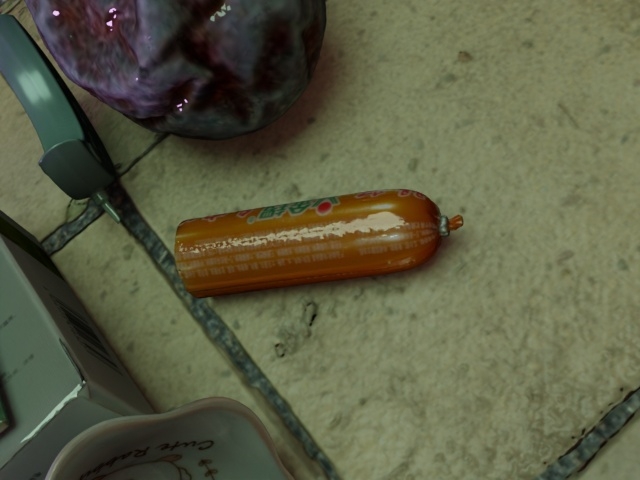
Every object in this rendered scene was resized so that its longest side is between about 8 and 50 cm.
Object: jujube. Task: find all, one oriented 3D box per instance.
[{"bbox_3d":[-0.129,-0.227,0.708,0.308,0.215,0.246,54,127,17],"label":"jujube"}]

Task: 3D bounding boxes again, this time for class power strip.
[{"bbox_3d":[-0.243,-0.104,0.741,0.044,0.137,0.216,-32,66,-4],"label":"power strip"}]

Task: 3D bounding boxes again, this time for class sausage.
[{"bbox_3d":[0.000,0.000,0.651,0.234,0.071,0.071,-9,65,15],"label":"sausage"}]

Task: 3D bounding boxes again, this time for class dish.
[{"bbox_3d":[-0.118,0.215,0.550,0.081,0.229,0.229,-3,61,53],"label":"dish"}]

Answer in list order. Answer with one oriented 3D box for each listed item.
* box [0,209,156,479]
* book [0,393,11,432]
[{"bbox_3d":[-0.290,0.113,0.649,0.200,0.106,0.299,-44,50,-5],"label":"box"},{"bbox_3d":[-0.355,0.099,0.607,0.215,0.025,0.282,-38,51,1],"label":"book"}]
